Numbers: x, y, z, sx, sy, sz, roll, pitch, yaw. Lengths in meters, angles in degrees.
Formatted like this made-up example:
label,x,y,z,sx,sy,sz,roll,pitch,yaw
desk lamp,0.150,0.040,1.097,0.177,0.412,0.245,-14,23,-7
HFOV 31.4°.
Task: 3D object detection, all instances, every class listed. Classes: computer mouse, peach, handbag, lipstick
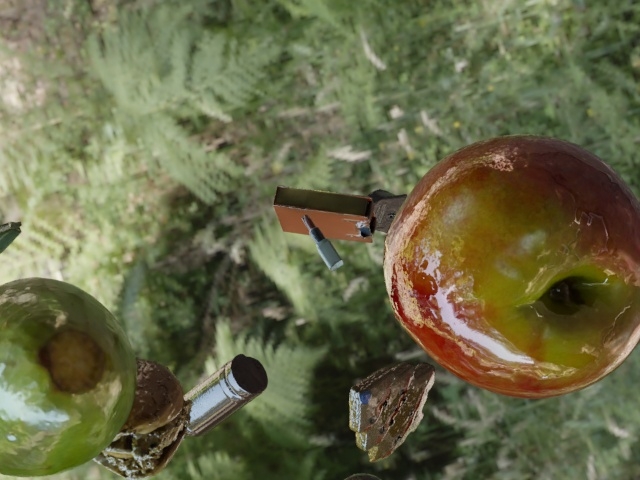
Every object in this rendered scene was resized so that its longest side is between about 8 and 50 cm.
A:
label,x,y,z,sx,sy,sz,roll,pitch,yaw
computer mouse,0.134,-0.066,2.512,0.057,0.172,0.099,30,108,40
peach,0.268,0.029,1.560,0.388,0.388,0.388,162,90,-86
handbag,0.012,-0.050,2.209,0.127,0.190,0.063,71,-151,-64
lipstick,0.000,0.000,1.871,0.107,0.025,0.025,58,176,20

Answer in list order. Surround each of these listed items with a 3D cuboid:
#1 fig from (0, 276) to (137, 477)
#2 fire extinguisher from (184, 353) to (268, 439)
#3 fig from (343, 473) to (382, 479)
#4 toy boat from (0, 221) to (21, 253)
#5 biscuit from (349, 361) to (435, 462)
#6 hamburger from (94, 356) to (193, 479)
label,x,y,z,sx,sy,sz,roll,pitch,yaw
fig,-0.354,0.173,1.440,0.326,0.258,0.258,-14,95,66
fire extinguisher,-0.276,0.402,2.876,0.114,0.337,0.135,26,-138,-31
fig,0.092,0.581,2.244,0.274,0.145,0.170,-109,24,-70
toy boat,-0.565,0.082,1.766,0.055,0.293,0.093,33,-172,-22
biscuit,0.069,0.171,1.161,0.019,0.119,0.130,27,179,39
hamburger,-0.384,0.364,2.354,0.260,0.245,0.211,-115,15,-45
